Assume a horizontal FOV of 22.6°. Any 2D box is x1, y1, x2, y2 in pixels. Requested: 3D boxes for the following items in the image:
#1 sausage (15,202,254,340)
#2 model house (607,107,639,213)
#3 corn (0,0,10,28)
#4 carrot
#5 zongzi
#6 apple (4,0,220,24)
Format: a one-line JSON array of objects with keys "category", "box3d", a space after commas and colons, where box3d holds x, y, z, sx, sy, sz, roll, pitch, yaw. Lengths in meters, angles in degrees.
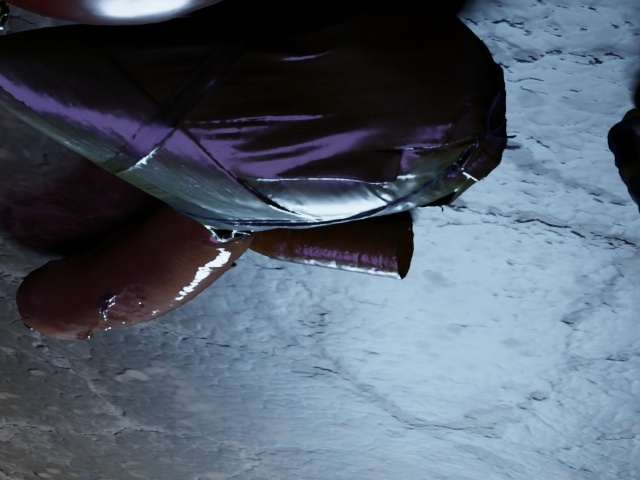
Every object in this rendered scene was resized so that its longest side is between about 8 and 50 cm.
[{"category": "sausage", "box3d": [-0.148, 0.023, 1.292, 0.087, 0.079, 0.326, 40, 144, -19]}, {"category": "model house", "box3d": [0.301, -0.021, 1.011, 0.211, 0.170, 0.194, 27, 175, 40]}, {"category": "corn", "box3d": [-0.255, -0.215, 0.857, 0.106, 0.106, 0.305, 3, 147, 16]}, {"category": "carrot", "box3d": [0.000, 0.000, 1.227, 0.139, 0.048, 0.048, 6, 152, 13]}, {"category": "zongzi", "box3d": [-0.043, -0.091, 0.948, 0.251, 0.125, 0.274, -11, 157, 35]}, {"category": "apple", "box3d": [-0.091, -0.210, 0.659, 0.230, 0.230, 0.230, 9, 153, 5]}]
